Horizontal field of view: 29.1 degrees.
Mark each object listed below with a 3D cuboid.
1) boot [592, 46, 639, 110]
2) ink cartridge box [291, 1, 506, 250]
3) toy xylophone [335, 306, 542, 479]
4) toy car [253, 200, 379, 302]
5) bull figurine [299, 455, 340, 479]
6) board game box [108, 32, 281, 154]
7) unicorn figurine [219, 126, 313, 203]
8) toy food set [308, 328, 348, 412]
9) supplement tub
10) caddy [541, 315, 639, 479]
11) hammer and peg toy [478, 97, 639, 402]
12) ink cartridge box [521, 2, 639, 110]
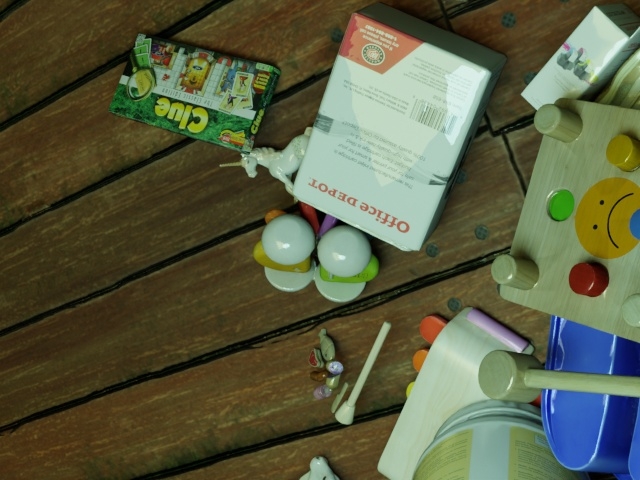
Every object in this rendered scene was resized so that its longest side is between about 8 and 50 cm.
[{"bbox_3d":[0.423,-0.149,1.496,0.165,0.077,0.213,46,127,15],"label":"boot"},{"bbox_3d":[0.102,-0.152,1.658,0.197,0.114,0.273,26,115,11],"label":"ink cartridge box"},{"bbox_3d":[0.162,0.235,1.761,0.236,0.081,0.323,40,120,18],"label":"toy xylophone"},{"bbox_3d":[0.000,0.000,1.774,0.182,0.159,0.136,12,66,4],"label":"toy car"},{"bbox_3d":[-0.053,0.481,1.956,0.188,0.101,0.310,13,107,34],"label":"bull figurine"},{"bbox_3d":[-0.194,-0.225,1.869,0.259,0.030,0.136,17,87,28],"label":"board game box"},{"bbox_3d":[-0.048,-0.111,1.827,0.162,0.060,0.111,-35,82,18],"label":"unicorn figurine"},{"bbox_3d":[0.004,0.197,1.849,0.078,0.019,0.122,-65,31,26],"label":"toy food set"},{"bbox_3d":[0.224,0.370,1.545,0.241,0.331,0.241,4,114,9],"label":"supplement tub"},{"bbox_3d":[0.418,0.155,1.515,0.241,0.179,0.341,10,95,45],"label":"caddy"},{"bbox_3d":[0.328,0.030,1.396,0.266,0.127,0.361,17,92,45],"label":"hammer and peg toy"},{"bbox_3d":[0.340,-0.230,1.509,0.061,0.104,0.181,48,122,14],"label":"ink cartridge box"}]
